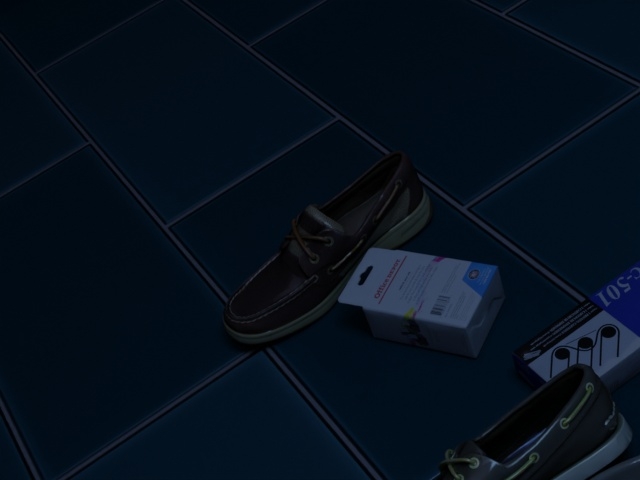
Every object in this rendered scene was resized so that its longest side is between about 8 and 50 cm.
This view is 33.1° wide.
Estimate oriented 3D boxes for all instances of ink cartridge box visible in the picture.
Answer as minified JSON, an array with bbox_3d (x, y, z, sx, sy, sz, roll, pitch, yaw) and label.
[{"bbox_3d":[0.126,0.074,1.350,0.181,0.061,0.104,10,50,32],"label":"ink cartridge box"},{"bbox_3d":[0.331,0.110,1.232,0.207,0.046,0.097,-33,43,-12],"label":"ink cartridge box"}]

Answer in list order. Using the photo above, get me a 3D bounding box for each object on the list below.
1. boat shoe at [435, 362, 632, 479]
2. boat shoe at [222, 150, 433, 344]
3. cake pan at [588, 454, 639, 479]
[{"bbox_3d":[0.175,0.238,1.103,0.305,0.091,0.109,-31,11,-11],"label":"boat shoe"},{"bbox_3d":[0.000,0.000,1.440,0.342,0.123,0.123,-35,42,-14],"label":"boat shoe"},{"bbox_3d":[0.343,0.278,0.963,0.293,0.054,0.293,-19,16,6],"label":"cake pan"}]
